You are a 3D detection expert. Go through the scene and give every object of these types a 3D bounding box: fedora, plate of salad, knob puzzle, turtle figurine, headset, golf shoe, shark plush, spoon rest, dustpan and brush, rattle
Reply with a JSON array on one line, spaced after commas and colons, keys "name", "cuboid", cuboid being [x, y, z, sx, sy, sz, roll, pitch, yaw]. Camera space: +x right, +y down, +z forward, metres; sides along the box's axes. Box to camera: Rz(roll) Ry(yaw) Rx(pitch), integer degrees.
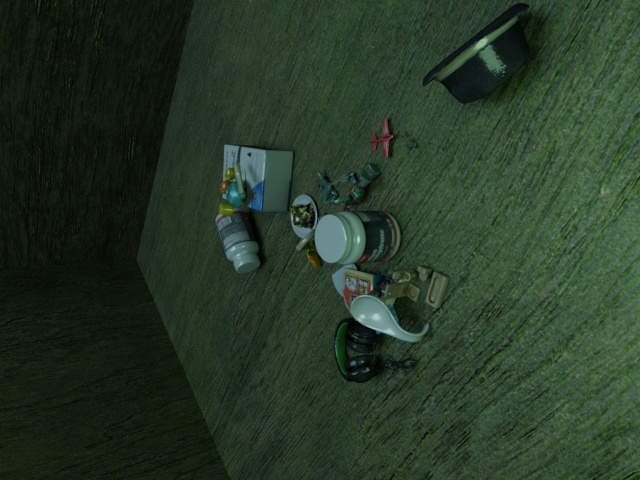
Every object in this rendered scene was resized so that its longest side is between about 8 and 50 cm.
[{"name": "fedora", "cuboid": [0.456, -0.495, 1.316, 0.153, 0.334, 0.334, 52, 138, -6]}, {"name": "plate of salad", "cuboid": [-0.085, -0.110, 2.130, 0.199, 0.048, 0.200, 3, 94, 51]}, {"name": "knob puzzle", "cuboid": [0.135, 0.212, 1.789, 0.213, 0.029, 0.214, 9, 102, 54]}, {"name": "turtle figurine", "cuboid": [0.124, -0.198, 1.820, 0.234, 0.118, 0.175, -40, 22, 43]}, {"name": "headset", "cuboid": [0.183, 0.430, 1.799, 0.394, 0.185, 0.244, 180, 91, -66]}, {"name": "golf shoe", "cuboid": [0.245, 0.190, 1.690, 0.086, 0.186, 0.067, 51, -179, -11]}, {"name": "shark plush", "cuboid": [0.022, -0.225, 1.974, 0.073, 0.067, 0.162, -23, 75, 50]}, {"name": "spoon rest", "cuboid": [0.233, 0.272, 1.610, 0.276, 0.084, 0.137, 23, 127, 5]}, {"name": "dustpan and brush", "cuboid": [0.127, 0.208, 1.892, 0.147, 0.060, 0.211, -40, 55, 46]}, {"name": "rattle", "cuboid": [0.000, 0.000, 2.019, 0.199, 0.130, 0.143, -42, 69, 13]}]

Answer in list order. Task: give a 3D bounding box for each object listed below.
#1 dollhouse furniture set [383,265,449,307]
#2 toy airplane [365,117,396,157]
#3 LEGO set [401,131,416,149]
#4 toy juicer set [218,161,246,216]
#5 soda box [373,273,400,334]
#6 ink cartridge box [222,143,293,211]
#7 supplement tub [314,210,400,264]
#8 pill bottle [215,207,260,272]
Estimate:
[{"name": "dollhouse furniture set", "cuboid": [0.321, 0.162, 1.585, 0.151, 0.123, 0.144, 31, 116, 46]}, {"name": "toy airplane", "cuboid": [0.228, -0.373, 1.741, 0.151, 0.028, 0.152, 2, 92, 51]}, {"name": "LEGO set", "cuboid": [0.316, -0.344, 1.645, 0.054, 0.023, 0.083, -32, 55, 45]}, {"name": "toy juicer set", "cuboid": [-0.395, -0.256, 2.220, 0.329, 0.089, 0.210, -32, 57, 57]}, {"name": "soda box", "cuboid": [0.221, 0.237, 1.758, 0.071, 0.067, 0.210, -38, 64, 45]}, {"name": "ink cartridge box", "cuboid": [-0.320, -0.315, 2.312, 0.394, 0.166, 0.286, 20, 108, 49]}, {"name": "supplement tub", "cuboid": [0.135, -0.011, 1.685, 0.191, 0.272, 0.192, 5, 97, 51]}, {"name": "pill bottle", "cuboid": [-0.425, 0.003, 2.456, 0.176, 0.176, 0.319, -45, 59, 43]}]
